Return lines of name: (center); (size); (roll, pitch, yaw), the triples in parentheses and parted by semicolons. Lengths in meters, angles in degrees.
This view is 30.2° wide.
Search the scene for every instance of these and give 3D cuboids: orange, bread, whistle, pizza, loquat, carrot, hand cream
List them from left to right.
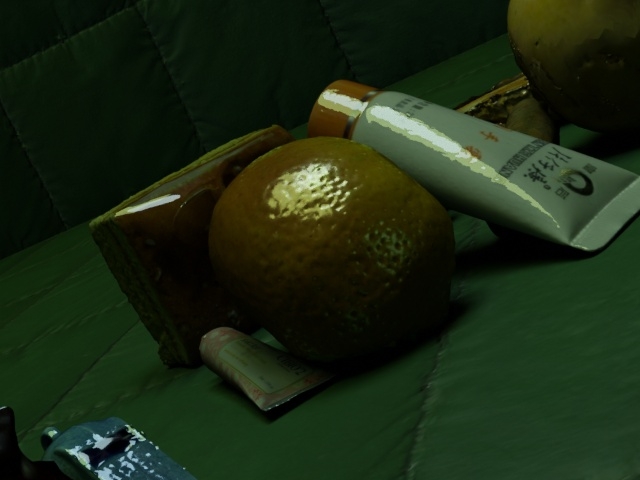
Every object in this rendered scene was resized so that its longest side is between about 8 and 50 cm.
whistle: (-0.143, 0.176, 0.824); (0.158, 0.090, 0.090); (32, 47, 30)
bread: (-0.099, 0.001, 1.248); (0.234, 0.184, 0.111); (-35, 17, -34)
hand cream: (-0.058, 0.109, 1.020); (0.067, 0.043, 0.210); (-23, 14, -21)
orange: (-0.002, -0.003, 1.002); (0.179, 0.158, 0.237); (-45, 29, -8)
hand cream: (0.132, -0.061, 1.059); (0.314, 0.089, 0.140); (21, 38, 27)
carrot: (0.206, -0.070, 1.216); (0.070, 0.070, 0.342); (-21, 17, 24)
pizza: (0.302, -0.201, 1.596); (0.288, 0.074, 0.251); (-19, 13, 31)
loquat: (0.316, -0.226, 1.260); (0.235, 0.235, 0.235); (-25, 10, 5)

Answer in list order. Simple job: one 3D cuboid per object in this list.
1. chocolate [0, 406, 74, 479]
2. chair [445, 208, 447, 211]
chocolate: (-0.223, 0.182, 0.673); (0.224, 0.177, 0.206); (-31, 11, -33)
chair: (0.075, -0.023, 1.220); (0.095, 0.104, 0.221); (-40, 7, 23)
